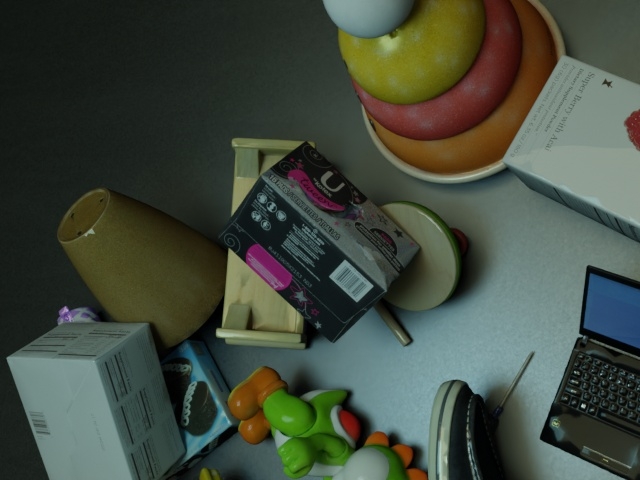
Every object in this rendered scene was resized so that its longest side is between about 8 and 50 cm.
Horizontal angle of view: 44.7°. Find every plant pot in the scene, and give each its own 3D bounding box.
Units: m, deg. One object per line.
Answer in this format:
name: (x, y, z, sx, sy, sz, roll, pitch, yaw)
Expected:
plant pot: (-0.331, 0.031, 1.377, 0.237, 0.254, 0.237, -23, 43, 24)

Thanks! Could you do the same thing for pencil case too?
pencil case: (-0.461, 0.231, 1.565, 0.086, 0.088, 0.206, -38, 65, 15)

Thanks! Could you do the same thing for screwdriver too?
screwdriver: (0.286, 0.246, 1.198, 0.170, 0.024, 0.025, -58, 32, 8)

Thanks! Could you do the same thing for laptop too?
laptop: (0.440, 0.202, 1.059, 0.234, 0.136, 0.265, 21, 91, 30)

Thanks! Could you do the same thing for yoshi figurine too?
yoshi figurine: (-0.002, 0.378, 1.246, 0.362, 0.203, 0.203, 31, 112, 27)

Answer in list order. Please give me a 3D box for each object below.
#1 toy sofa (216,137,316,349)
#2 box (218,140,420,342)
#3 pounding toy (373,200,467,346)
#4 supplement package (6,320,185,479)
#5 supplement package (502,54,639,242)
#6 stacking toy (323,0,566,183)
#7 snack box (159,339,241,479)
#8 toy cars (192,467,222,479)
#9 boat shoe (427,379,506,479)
toy sofa: (-0.086, 0.008, 1.390, 0.150, 0.177, 0.363, 3, 81, 4)
box: (0.000, 0.000, 1.199, 0.247, 0.142, 0.163, 42, 131, 2)
pounding toy: (0.154, 0.029, 1.280, 0.183, 0.110, 0.237, 42, 131, 17)
supplement package: (-0.383, 0.287, 1.349, 0.203, 0.145, 0.262, -2, 109, 28)
supplement package: (0.441, -0.106, 1.092, 0.292, 0.175, 0.178, 31, 95, 29)
stacking toy: (0.137, -0.298, 1.116, 0.350, 0.480, 0.351, -6, 78, 27)
snack box: (-0.307, 0.357, 1.474, 0.322, 0.060, 0.187, -41, 65, 16)
toy cars: (-0.175, 0.591, 1.342, 0.176, 0.087, 0.394, -21, 69, 61)
boat shoe: (0.266, 0.438, 1.088, 0.155, 0.186, 0.501, -17, 80, 23)
